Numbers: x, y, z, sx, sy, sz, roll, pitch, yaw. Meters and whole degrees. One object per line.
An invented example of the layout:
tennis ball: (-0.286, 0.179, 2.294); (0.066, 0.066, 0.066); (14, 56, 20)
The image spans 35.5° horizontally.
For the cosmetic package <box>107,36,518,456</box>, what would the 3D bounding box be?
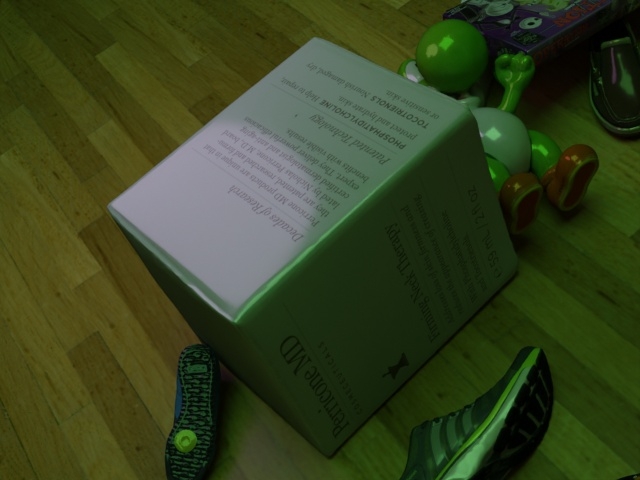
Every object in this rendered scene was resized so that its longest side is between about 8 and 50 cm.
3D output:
cosmetic package: (0.000, 0.000, 1.369); (0.393, 0.329, 0.327); (-42, 47, -14)

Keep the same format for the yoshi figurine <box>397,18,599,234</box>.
yoshi figurine: (0.235, -0.195, 1.469); (0.203, 0.203, 0.362); (-50, 53, 16)

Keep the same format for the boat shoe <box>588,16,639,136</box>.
boat shoe: (0.462, -0.275, 1.571); (0.095, 0.095, 0.258); (-13, 46, 14)

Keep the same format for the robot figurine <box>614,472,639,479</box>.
robot figurine: (0.275, 0.354, 1.053); (0.291, 0.085, 0.211); (-31, 9, -2)

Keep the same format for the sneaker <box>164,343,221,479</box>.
sneaker: (-0.175, 0.254, 1.417); (0.069, 0.082, 0.209); (2, 67, 3)

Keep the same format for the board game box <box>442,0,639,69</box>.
board game box: (0.396, -0.398, 1.628); (0.346, 0.056, 0.208); (-32, 46, -19)

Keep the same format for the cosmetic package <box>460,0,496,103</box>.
cosmetic package: (0.260, -0.322, 1.709); (0.060, 0.099, 0.239); (1, 50, 25)

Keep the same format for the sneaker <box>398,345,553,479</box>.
sneaker: (0.179, 0.240, 1.226); (0.121, 0.111, 0.300); (21, 59, 42)
